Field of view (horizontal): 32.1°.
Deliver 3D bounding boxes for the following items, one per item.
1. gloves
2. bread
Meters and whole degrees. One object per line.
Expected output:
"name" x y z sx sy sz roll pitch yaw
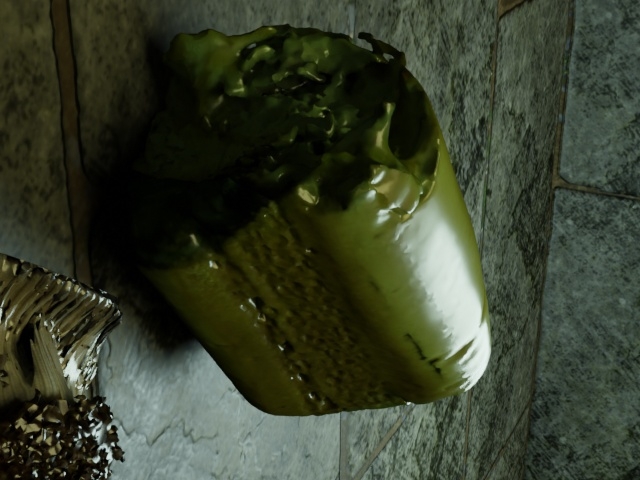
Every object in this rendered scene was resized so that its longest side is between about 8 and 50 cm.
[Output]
"gloves" -0.185 0.160 0.652 0.210 0.135 0.313 96 -9 -71
"bread" 0.000 0.000 0.894 0.377 0.251 0.208 63 27 -52
